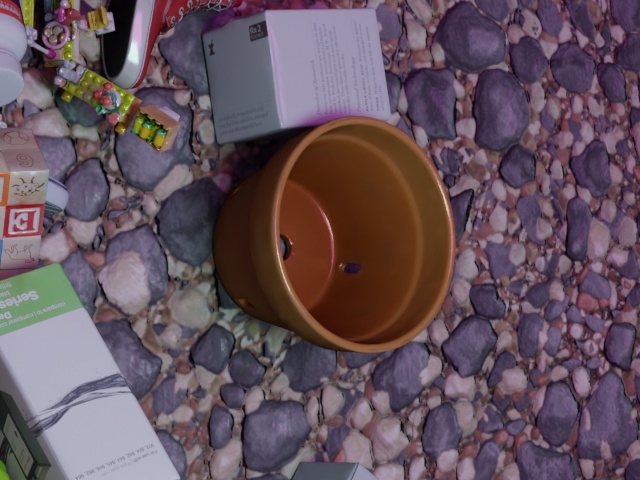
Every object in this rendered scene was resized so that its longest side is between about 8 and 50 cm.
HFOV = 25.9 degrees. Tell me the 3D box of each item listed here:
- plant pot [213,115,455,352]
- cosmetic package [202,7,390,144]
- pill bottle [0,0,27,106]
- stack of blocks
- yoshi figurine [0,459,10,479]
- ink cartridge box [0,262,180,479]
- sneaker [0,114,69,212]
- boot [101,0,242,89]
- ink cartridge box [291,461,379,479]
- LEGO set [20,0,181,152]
[{"bbox_3d":[0.000,0.000,1.774,0.290,0.203,0.291,5,82,-37],"label":"plant pot"},{"bbox_3d":[-0.032,-0.213,1.809,0.183,0.151,0.152,-9,90,-37],"label":"cosmetic package"},{"bbox_3d":[-0.381,-0.245,1.530,0.108,0.108,0.194,3,60,-37],"label":"pill bottle"},{"bbox_3d":[-0.444,-0.020,1.447,0.297,0.087,0.171,-3,127,-26],"label":"stack of blocks"},{"bbox_3d":[-0.416,0.271,1.382,0.362,0.204,0.203,40,31,15],"label":"yoshi figurine"},{"bbox_3d":[-0.286,0.195,1.467,0.114,0.198,0.273,-18,68,-37],"label":"ink cartridge box"},{"bbox_3d":[-0.385,-0.115,1.559,0.258,0.094,0.091,31,68,-32],"label":"sneaker"},{"bbox_3d":[-0.176,-0.285,1.751,0.176,0.088,0.244,21,68,-36],"label":"boot"},{"bbox_3d":[0.052,0.364,1.815,0.175,0.127,0.072,44,59,-25],"label":"ink cartridge box"},{"bbox_3d":[-0.274,-0.221,1.606,0.287,0.132,0.107,67,10,11],"label":"LEGO set"}]
